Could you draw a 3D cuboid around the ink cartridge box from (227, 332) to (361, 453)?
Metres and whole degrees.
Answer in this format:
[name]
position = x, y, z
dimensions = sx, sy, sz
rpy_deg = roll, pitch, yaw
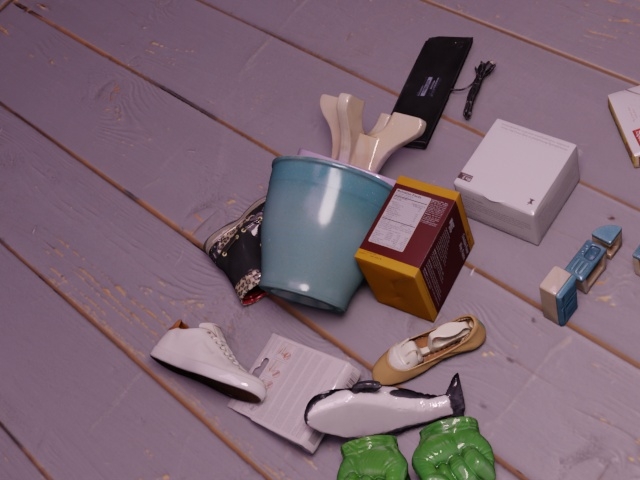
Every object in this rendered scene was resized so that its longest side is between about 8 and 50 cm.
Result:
[ink cartridge box]
position = -0.054, 0.291, 1.666
dimensions = 0.224, 0.056, 0.181
rpy_deg = 13, 63, 47

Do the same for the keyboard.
[keyboard]
position = 0.279, -0.337, 1.945
dimensions = 0.201, 0.033, 0.317
rpy_deg = 11, 64, 32

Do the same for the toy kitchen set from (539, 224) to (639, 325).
[toy kitchen set]
position = 0.523, 0.072, 1.541
dimensions = 0.166, 0.122, 0.207
rpy_deg = 32, 74, 32

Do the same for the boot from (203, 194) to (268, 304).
[boot]
position = -0.116, 0.014, 1.834
dimensions = 0.236, 0.085, 0.179
rpy_deg = -34, 58, -1

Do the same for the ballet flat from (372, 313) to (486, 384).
[ballet flat]
position = 0.195, 0.197, 1.609
dimensions = 0.232, 0.073, 0.080
rpy_deg = -26, 54, 3

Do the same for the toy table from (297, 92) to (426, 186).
[toy table]
position = 0.091, -0.204, 1.809
dimensions = 0.274, 0.252, 0.161
rpy_deg = 20, 95, 19

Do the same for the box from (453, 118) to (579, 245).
[box]
position = 0.392, -0.118, 1.711
dimensions = 0.181, 0.119, 0.182
rpy_deg = 26, 70, 30

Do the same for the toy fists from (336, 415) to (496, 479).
[toy fists]
position = 0.161, 0.399, 1.480
dimensions = 0.279, 0.096, 0.142
rpy_deg = -15, 56, 9

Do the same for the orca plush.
[orca plush]
position = 0.111, 0.279, 1.562
dimensions = 0.287, 0.151, 0.102
rpy_deg = -17, 32, 3

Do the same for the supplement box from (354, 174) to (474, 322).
[supplement box]
position = 0.186, 0.017, 1.653
dimensions = 0.129, 0.191, 0.194
rpy_deg = 19, 68, 29

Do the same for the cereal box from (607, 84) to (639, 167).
[cereal box]
position = 0.720, -0.254, 1.723
dimensions = 0.240, 0.047, 0.173
rpy_deg = -16, 55, 9

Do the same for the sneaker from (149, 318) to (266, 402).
[sneaker]
position = -0.210, 0.226, 1.708
dimensions = 0.290, 0.106, 0.123
rpy_deg = 17, 66, 34

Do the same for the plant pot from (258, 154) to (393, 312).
[plant pot]
position = 0.000, 0.000, 1.705
dimensions = 0.271, 0.271, 0.255
rpy_deg = 11, 78, 25
